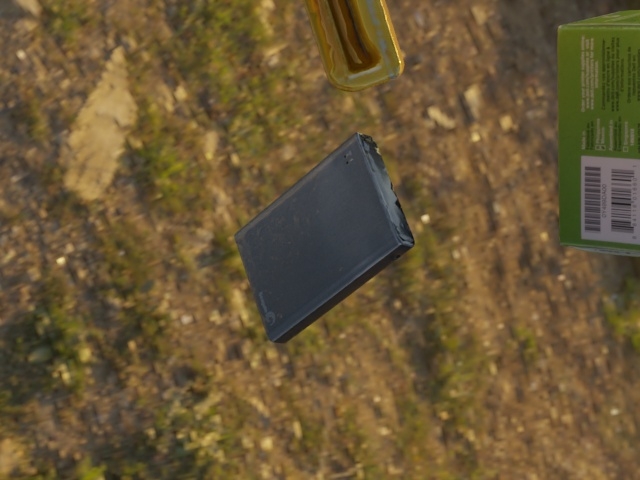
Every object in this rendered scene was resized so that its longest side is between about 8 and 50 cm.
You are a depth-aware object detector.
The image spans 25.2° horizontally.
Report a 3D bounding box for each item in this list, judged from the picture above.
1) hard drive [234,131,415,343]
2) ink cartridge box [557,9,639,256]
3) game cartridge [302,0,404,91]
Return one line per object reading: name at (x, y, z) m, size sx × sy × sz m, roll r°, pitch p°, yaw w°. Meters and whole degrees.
hard drive at (0.000, 0.000, 1.018) m, size 0.022 × 0.135 × 0.094 m, roll 12°, pitch 48°, yaw -46°
ink cartridge box at (0.302, -0.106, 1.245) m, size 0.255 × 0.097 × 0.188 m, roll -22°, pitch 114°, yaw -54°
game cartridge at (-0.004, -0.249, 1.024) m, size 0.323 × 0.053 × 0.285 m, roll -71°, pitch 143°, yaw -83°
